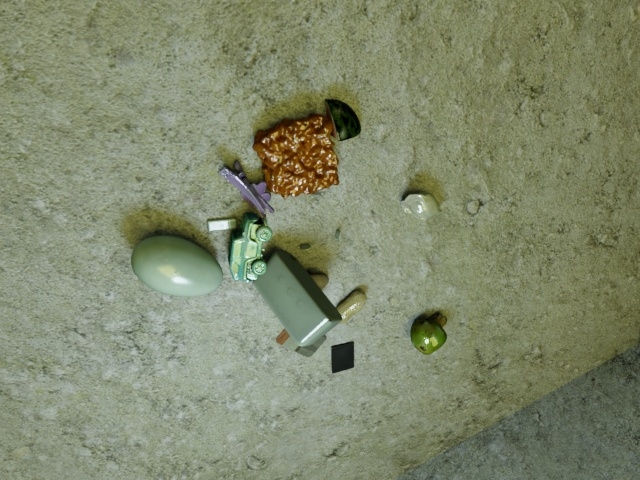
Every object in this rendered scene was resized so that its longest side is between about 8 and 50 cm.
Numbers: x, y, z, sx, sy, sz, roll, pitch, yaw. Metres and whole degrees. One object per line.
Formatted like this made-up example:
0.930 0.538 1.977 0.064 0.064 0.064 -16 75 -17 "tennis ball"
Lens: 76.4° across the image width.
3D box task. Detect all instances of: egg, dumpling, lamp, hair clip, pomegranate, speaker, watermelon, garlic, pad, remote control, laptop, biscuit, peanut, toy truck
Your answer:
-0.564 0.110 1.629 0.371 0.230 0.230 26 105 -33 "egg"
0.468 -0.155 1.905 0.229 0.124 0.151 30 142 -36 "dumpling"
0.000 0.000 1.862 0.198 0.050 0.056 -14 122 -13 "lamp"
-0.285 -0.213 1.631 0.137 0.090 0.278 -29 124 24 "hair clip"
0.598 0.494 2.232 0.241 0.190 0.159 -40 96 5 "pomegranate"
-0.109 0.249 1.757 0.184 0.406 0.183 -45 156 11 "speaker"
0.103 -0.476 1.625 0.145 0.137 0.193 -12 76 -11 "watermelon"
-0.038 0.190 1.912 0.196 0.101 0.087 -1 107 -22 "garlic"
-0.040 0.462 2.077 0.250 0.055 0.323 35 119 -29 "pad"
-0.414 -0.067 1.711 0.124 0.018 0.053 -7 116 -15 "remote control"
0.123 0.646 2.247 0.135 0.016 0.197 -9 120 -14 "laptop"
-0.091 -0.327 1.624 0.318 0.110 0.312 -16 120 -4 "biscuit"
0.149 0.341 2.060 0.214 0.090 0.098 -41 150 6 "peanut"
-0.299 0.028 1.707 0.156 0.155 0.278 4 108 -19 "toy truck"
